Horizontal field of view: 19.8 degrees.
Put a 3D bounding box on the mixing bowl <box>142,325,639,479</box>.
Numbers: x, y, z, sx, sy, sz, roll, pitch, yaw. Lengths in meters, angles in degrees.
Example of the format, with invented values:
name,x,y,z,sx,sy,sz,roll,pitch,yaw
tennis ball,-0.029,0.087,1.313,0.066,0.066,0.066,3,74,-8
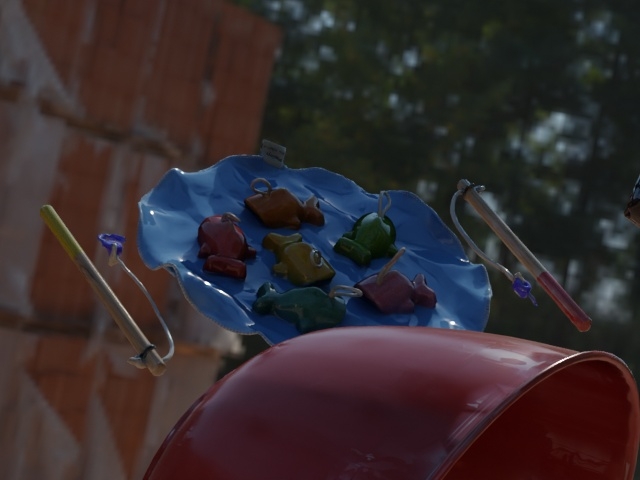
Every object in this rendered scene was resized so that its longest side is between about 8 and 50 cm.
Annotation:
name,x,y,z,sx,sy,sz,roll,pitch,yaw
mixing bowl,0.006,0.094,0.540,0.098,0.181,0.181,28,3,28

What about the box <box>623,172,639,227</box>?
name,x,y,z,sx,sy,sz,roll,pitch,yaw
box,0.250,-0.149,0.601,0.073,0.293,0.295,36,-37,-11

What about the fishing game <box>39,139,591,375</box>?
name,x,y,z,sx,sy,sz,roll,pitch,yaw
fishing game,0.000,0.000,0.918,0.264,0.041,0.189,-2,34,-28
